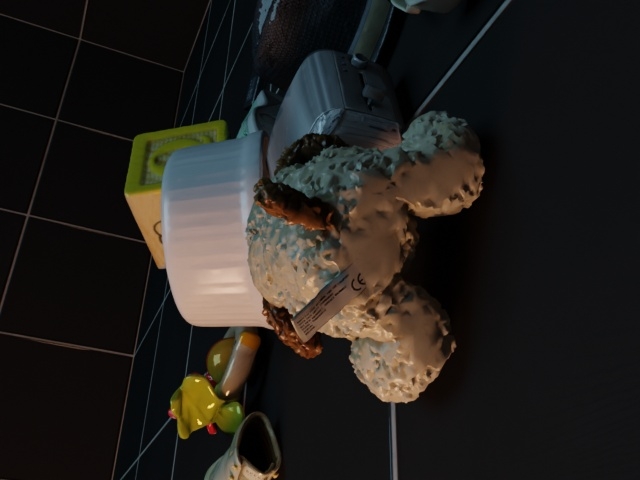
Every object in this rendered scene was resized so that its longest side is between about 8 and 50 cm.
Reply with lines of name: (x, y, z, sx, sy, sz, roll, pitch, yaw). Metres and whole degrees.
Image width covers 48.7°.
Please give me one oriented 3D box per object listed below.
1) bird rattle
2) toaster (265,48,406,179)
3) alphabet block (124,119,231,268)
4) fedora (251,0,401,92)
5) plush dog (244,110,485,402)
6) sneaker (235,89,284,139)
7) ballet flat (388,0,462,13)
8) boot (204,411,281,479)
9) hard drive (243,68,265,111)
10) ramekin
bird rattle: (-0.150, 0.228, 1.144, 0.253, 0.143, 0.207, 165, 130, -83)
toaster: (0.012, -0.100, 0.837, 0.146, 0.129, 0.227, -102, 32, -48)
alphabet block: (-0.251, -0.090, 1.373, 0.193, 0.192, 0.197, -99, -3, -46)
fedora: (-0.007, -0.321, 1.008, 0.334, 0.152, 0.334, -166, 90, -71)
plush dog: (0.000, 0.000, 0.653, 0.225, 0.210, 0.262, -5, 72, 63)
sneaker: (-0.105, -0.165, 1.260, 0.151, 0.094, 0.256, -62, 13, 21)
ballet flat: (0.119, -0.289, 0.744, 0.280, 0.095, 0.096, -108, 25, -74)
boot: (-0.109, 0.354, 0.939, 0.213, 0.077, 0.165, -94, 28, -48)
hard drive: (-0.144, -0.370, 1.627, 0.094, 0.022, 0.135, -169, 93, -71)
ramekin: (-0.127, -0.009, 0.985, 0.277, 0.135, 0.277, -5, -90, -88)
